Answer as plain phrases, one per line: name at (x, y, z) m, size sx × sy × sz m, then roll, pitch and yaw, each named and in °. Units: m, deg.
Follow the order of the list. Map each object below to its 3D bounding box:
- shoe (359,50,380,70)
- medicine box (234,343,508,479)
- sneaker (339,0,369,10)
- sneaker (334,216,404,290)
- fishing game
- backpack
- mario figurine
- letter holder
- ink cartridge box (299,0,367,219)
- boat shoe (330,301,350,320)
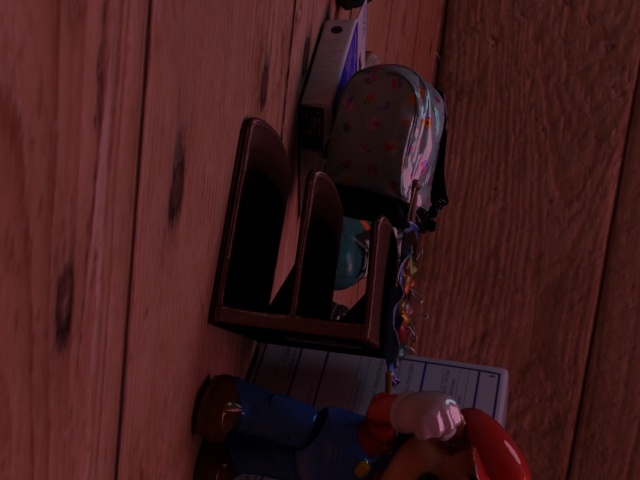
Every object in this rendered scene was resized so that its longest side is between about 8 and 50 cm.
shoe at (0.067, -0.168, 2.335) m, size 0.076 × 0.058 × 0.219 m, roll 73°, pitch 26°, yaw -74°
medicine box at (0.046, 0.256, 1.752) m, size 0.263 × 0.289 × 0.149 m, roll -72°, pitch 166°, yaw -53°
sneaker at (0.073, -0.337, 2.009) m, size 0.267 × 0.106 × 0.101 m, roll -27°, pitch 124°, yaw -83°
sneaker at (0.070, 0.002, 2.320) m, size 0.302 × 0.121 × 0.108 m, roll -59°, pitch 156°, yaw -72°
fishing game at (0.093, 0.069, 1.697) m, size 0.189 × 0.041 × 0.264 m, roll 91°, pitch 7°, yaw -47°
backpack at (0.078, -0.110, 1.858) m, size 0.115 × 0.152 × 0.182 m, roll 18°, pitch 86°, yaw -69°
mario figurine at (0.038, 0.222, 1.515) m, size 0.198 × 0.321 × 0.170 m, roll 70°, pitch 29°, yaw -75°
letter holder at (0.000, 0.000, 1.652) m, size 0.302 × 0.152 × 0.214 m, roll 50°, pitch 48°, yaw -81°
ink cartridge box at (0.016, -0.162, 1.988) m, size 0.206 × 0.045 × 0.208 m, roll 90°, pitch 14°, yaw -48°
boat shoe at (-0.004, 0.165, 2.114) m, size 0.084 × 0.079 × 0.233 m, roll -76°, pitch 173°, yaw -47°
